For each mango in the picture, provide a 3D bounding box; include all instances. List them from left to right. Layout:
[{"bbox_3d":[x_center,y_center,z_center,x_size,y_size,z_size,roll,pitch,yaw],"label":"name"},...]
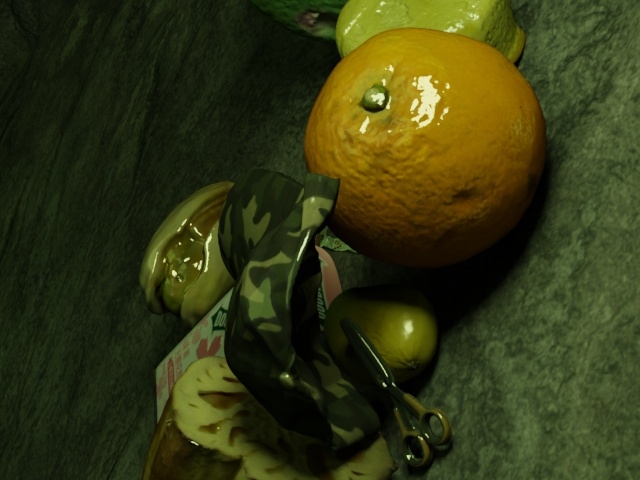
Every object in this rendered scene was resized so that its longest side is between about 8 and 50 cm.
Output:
[{"bbox_3d":[0.073,0.127,1.811,0.237,0.091,0.137,-10,56,60],"label":"mango"}]

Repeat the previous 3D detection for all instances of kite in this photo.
[{"bbox_3d":[0.001,0.001,2.125,0.250,0.012,0.229,3,69,58],"label":"kite"}]

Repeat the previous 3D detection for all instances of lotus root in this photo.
[{"bbox_3d":[-0.086,0.315,1.707,0.250,0.316,0.316,-65,26,17],"label":"lotus root"}]

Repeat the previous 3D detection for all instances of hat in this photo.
[{"bbox_3d":[-0.072,0.078,1.699,0.381,0.257,0.366,12,120,47],"label":"hat"}]

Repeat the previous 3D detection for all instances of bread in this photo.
[{"bbox_3d":[0.152,-0.294,1.932,0.270,0.148,0.270,-15,45,16],"label":"bread"}]

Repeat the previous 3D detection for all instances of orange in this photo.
[{"bbox_3d":[0.128,-0.116,1.707,0.312,0.312,0.312,-40,35,36],"label":"orange"}]

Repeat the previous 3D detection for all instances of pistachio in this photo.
[{"bbox_3d":[-0.183,0.021,2.223,0.166,0.197,0.288,24,56,21],"label":"pistachio"}]

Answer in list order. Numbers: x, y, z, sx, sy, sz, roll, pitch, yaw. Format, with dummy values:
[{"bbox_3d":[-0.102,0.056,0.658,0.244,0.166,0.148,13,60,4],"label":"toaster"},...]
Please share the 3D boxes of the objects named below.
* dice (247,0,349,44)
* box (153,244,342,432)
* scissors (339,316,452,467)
[{"bbox_3d":[0.040,-0.526,2.195,0.330,0.318,0.322,-25,44,47],"label":"dice"},{"bbox_3d":[-0.117,0.176,2.068,0.370,0.112,0.190,-46,33,32],"label":"box"},{"bbox_3d":[0.085,0.180,1.700,0.220,0.017,0.088,55,130,28],"label":"scissors"}]
